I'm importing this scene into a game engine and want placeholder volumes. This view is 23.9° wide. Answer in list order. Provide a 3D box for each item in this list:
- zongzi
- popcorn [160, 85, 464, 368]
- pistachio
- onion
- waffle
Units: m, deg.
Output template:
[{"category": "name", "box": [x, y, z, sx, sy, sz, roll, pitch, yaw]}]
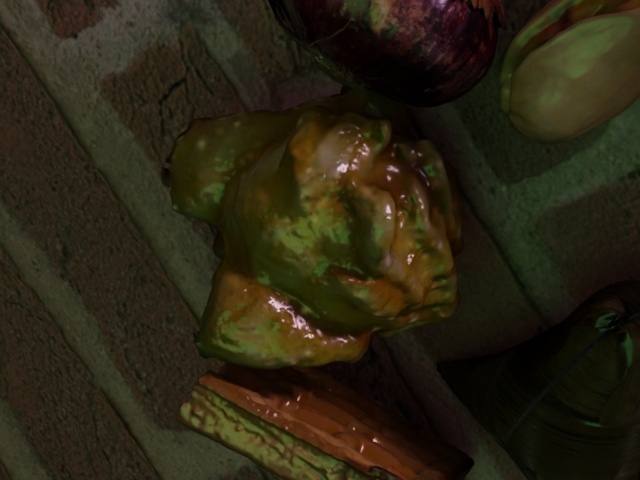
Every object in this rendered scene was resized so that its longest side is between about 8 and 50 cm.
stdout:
[{"category": "zongzi", "box": [0.235, 0.125, 1.616, 0.300, 0.138, 0.286, 39, 137, 39]}, {"category": "popcorn", "box": [0.007, 0.009, 1.576, 0.290, 0.325, 0.321, 2, 127, 44]}, {"category": "pistachio", "box": [0.262, -0.182, 1.499, 0.145, 0.117, 0.200, 25, 123, -37]}, {"category": "onion", "box": [0.066, -0.236, 1.484, 0.246, 0.246, 0.190, 31, 98, 6]}, {"category": "waffle", "box": [0.019, 0.217, 1.668, 0.304, 0.348, 0.077, 29, 96, 10]}]
